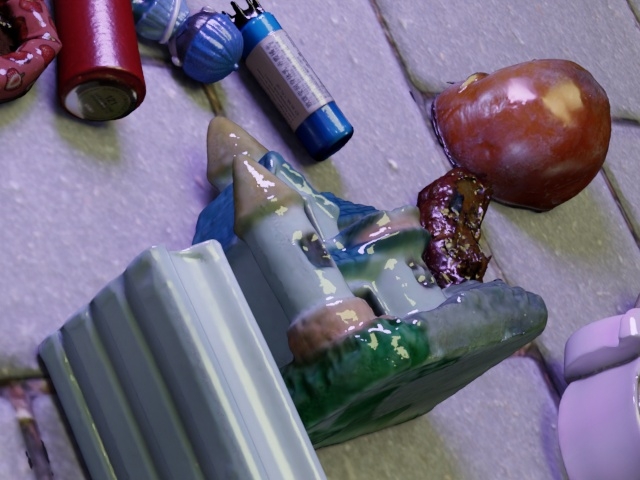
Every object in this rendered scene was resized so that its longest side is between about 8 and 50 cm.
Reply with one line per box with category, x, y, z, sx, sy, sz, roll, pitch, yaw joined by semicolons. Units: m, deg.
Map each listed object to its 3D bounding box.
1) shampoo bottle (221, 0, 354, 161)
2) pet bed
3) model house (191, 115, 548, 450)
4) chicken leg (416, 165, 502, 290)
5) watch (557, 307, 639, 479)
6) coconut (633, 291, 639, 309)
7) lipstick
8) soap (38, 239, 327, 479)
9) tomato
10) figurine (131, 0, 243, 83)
shampoo bottle;-0.036;-0.168;1.449;0.050;0.087;0.183;-34;86;-12
pet bed;-0.310;-0.196;1.202;0.201;0.053;0.201;33;35;-28
model house;0.000;0.000;1.259;0.267;0.194;0.325;-9;63;-50
chicken leg;0.145;-0.006;1.517;0.105;0.063;0.234;34;39;-30
watch;0.377;0.200;1.496;0.244;0.196;0.231;23;52;-38
coconut;0.424;0.099;1.694;0.110;0.110;0.124;46;30;-8
lipstick;-0.209;-0.221;1.307;0.080;0.080;0.241;17;49;-38
soap;-0.093;0.153;1.048;0.087;0.160;0.265;-4;63;-50
tomato;0.258;-0.141;1.684;0.214;0.155;0.180;-2;65;-49
figurine;-0.134;-0.211;1.384;0.136;0.079;0.077;36;80;-27
